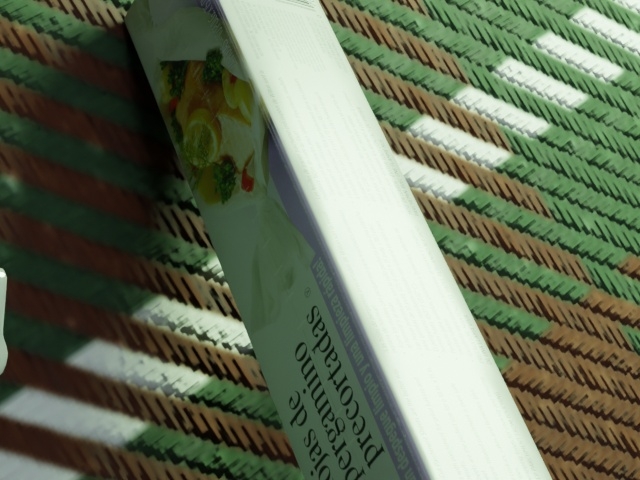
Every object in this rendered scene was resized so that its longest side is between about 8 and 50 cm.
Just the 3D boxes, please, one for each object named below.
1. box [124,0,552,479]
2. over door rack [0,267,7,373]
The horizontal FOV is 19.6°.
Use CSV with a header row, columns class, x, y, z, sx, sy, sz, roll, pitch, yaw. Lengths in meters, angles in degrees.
class,x,y,z,sx,sy,sz,roll,pitch,yaw
box,0.000,0.000,0.746,0.067,0.063,0.324,7,44,-36
over door rack,-0.026,0.157,0.702,0.239,0.108,0.324,6,67,-39
